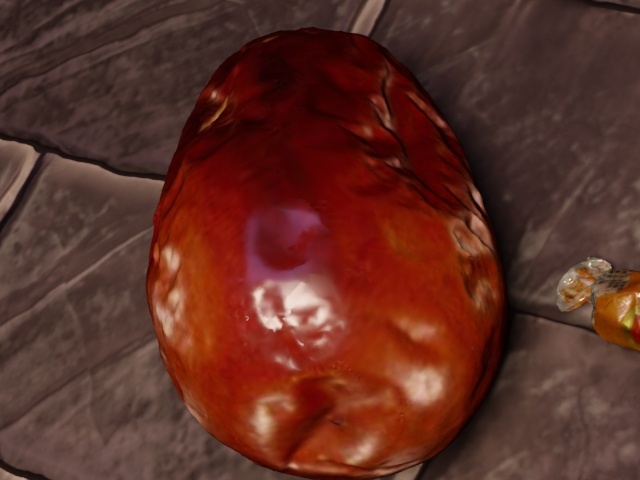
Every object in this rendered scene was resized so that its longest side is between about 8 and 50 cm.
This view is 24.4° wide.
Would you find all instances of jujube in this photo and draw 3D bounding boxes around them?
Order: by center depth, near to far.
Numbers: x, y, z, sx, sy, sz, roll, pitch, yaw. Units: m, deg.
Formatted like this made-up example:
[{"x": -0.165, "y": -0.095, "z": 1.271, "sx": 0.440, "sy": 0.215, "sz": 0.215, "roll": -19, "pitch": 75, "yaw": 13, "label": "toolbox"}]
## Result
[{"x": 0.000, "y": 0.000, "z": 0.939, "sx": 0.223, "sy": 0.223, "sz": 0.318, "roll": -23, "pitch": 42, "yaw": 17, "label": "jujube"}]

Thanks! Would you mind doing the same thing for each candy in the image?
[{"x": 0.213, "y": 0.047, "z": 0.884, "sx": 0.182, "sy": 0.046, "sz": 0.053, "roll": 19, "pitch": 69, "yaw": 41, "label": "candy"}]
